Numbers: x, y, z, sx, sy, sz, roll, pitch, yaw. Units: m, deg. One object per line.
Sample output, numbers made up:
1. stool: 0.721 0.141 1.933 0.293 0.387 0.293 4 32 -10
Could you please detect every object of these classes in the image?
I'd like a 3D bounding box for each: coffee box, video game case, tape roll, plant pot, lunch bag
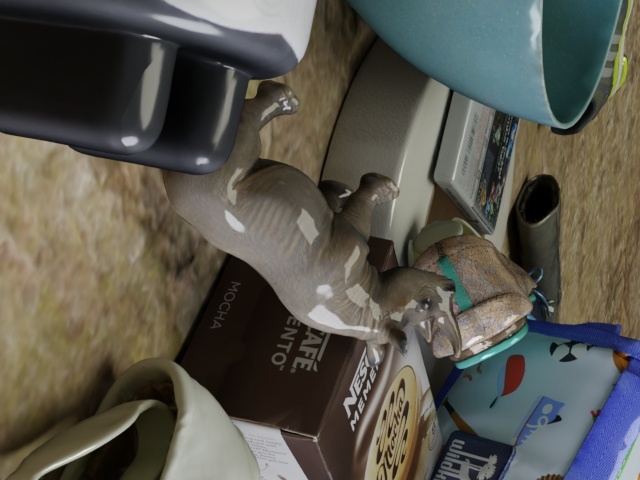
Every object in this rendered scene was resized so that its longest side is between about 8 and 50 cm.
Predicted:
1. coffee box: 0.000 0.140 1.057 0.297 0.118 0.168 72 35 -52
2. video game case: 0.151 -0.118 1.254 0.173 0.022 0.190 39 63 -65
3. tape roll: 0.095 -0.016 1.290 0.392 0.072 0.392 10 90 -69
4. plant pot: 0.117 -0.243 1.056 0.290 0.195 0.290 11 90 -68
5. lunch bag: 0.175 0.261 1.255 0.328 0.239 0.385 -59 175 -16

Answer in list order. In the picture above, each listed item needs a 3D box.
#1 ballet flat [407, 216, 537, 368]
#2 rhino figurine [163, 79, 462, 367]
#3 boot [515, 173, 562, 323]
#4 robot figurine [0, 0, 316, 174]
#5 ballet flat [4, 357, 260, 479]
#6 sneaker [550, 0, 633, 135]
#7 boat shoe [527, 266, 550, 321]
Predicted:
1. ballet flat: 0.116 0.033 1.106 0.106 0.107 0.316 60 0 4
2. rhino figurine: 0.000 0.000 0.894 0.106 0.243 0.073 -56 -166 -30
3. boot: 0.282 0.048 1.788 0.208 0.076 0.190 88 10 -47
4. robot figurine: -0.077 -0.176 0.643 0.209 0.173 0.278 -169 -90 -81
5. ballet flat: -0.153 0.199 0.727 0.400 0.139 0.139 -56 149 -54
6. sneaker: 0.322 -0.244 1.704 0.121 0.111 0.300 -62 152 -27
7. boat shoe: 0.215 0.078 1.631 0.258 0.109 0.089 78 19 -78
